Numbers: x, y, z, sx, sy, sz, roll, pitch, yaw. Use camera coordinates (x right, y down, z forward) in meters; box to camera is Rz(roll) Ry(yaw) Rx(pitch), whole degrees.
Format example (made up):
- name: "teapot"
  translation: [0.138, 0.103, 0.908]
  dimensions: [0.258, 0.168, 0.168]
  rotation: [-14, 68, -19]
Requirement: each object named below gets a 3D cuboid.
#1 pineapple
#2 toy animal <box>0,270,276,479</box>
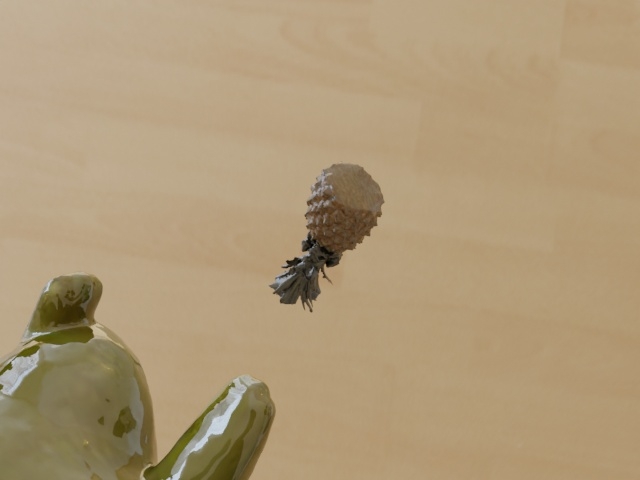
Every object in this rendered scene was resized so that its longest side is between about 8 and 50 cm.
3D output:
- name: "pineapple"
  translation: [0.000, 0.000, 1.101]
  dimensions: [0.058, 0.124, 0.058]
  rotation: [17, 45, -18]
- name: "toy animal"
  translation: [-0.087, 0.158, 0.707]
  dimensions: [0.181, 0.180, 0.363]
  rotation: [-20, 33, -38]
